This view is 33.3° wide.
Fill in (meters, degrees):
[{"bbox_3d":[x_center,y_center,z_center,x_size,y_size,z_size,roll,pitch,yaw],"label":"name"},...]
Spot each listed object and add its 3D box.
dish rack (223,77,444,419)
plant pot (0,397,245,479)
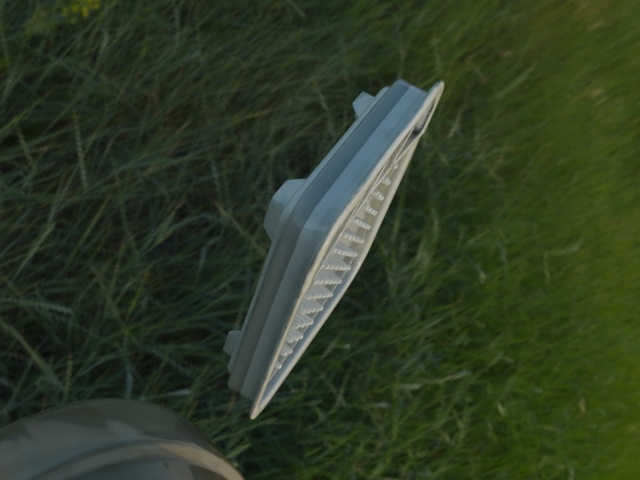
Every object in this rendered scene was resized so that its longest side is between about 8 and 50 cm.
[{"bbox_3d":[0.000,0.000,1.080,0.072,0.333,0.285,29,47,8],"label":"dish rack"},{"bbox_3d":[-0.122,0.311,0.711,0.323,0.323,0.280,4,20,-43],"label":"plant pot"}]
